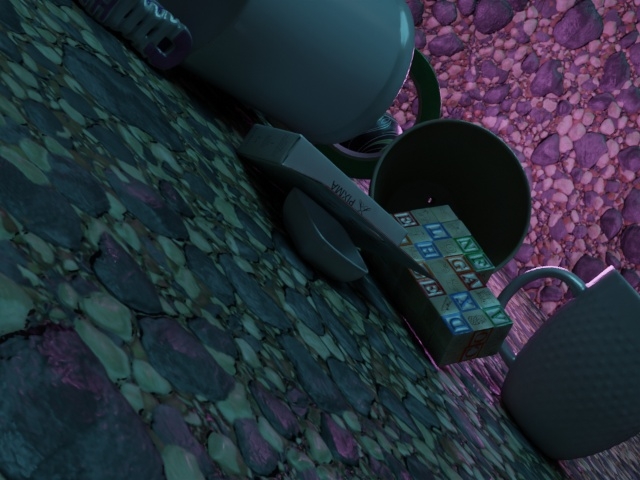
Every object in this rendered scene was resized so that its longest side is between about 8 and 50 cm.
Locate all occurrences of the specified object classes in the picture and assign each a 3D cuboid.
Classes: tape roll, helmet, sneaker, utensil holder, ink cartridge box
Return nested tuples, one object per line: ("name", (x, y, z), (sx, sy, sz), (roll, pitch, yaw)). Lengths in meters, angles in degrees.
("tape roll", (0.103, -0.297, 2.123), (0.321, 0.321, 0.077), (47, 13, -5))
("helmet", (0.125, -0.260, 2.466), (0.169, 0.161, 0.169), (46, 12, -13))
("sneaker", (-0.303, -0.367, 1.497), (0.236, 0.095, 0.104), (45, 5, -39))
("utensil holder", (-0.071, -0.385, 1.714), (0.385, 0.327, 0.327), (22, 28, -47))
("ink cartridge box", (0.040, -0.063, 1.565), (0.296, 0.066, 0.261), (39, -10, -37))

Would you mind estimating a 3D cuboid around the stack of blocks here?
("stack of blocks", (0.219, 0.074, 1.730), (0.171, 0.087, 0.297), (-9, 47, -27))

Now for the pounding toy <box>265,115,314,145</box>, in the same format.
("pounding toy", (-0.046, -0.265, 2.030), (0.141, 0.100, 0.130), (48, 12, -2))

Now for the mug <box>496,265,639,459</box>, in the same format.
("mug", (0.493, 0.220, 1.869), (0.374, 0.328, 0.276), (50, 12, 8))

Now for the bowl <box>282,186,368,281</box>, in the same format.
("bowl", (0.000, 0.000, 1.481), (0.142, 0.053, 0.142), (37, 16, -42))

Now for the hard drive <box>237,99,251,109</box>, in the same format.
("hard drive", (-0.238, -0.401, 1.927), (0.307, 0.040, 0.203), (44, 13, -17))

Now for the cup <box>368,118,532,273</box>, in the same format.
("cup", (0.240, -0.063, 2.016), (0.331, 0.331, 0.237), (48, -12, 0))
